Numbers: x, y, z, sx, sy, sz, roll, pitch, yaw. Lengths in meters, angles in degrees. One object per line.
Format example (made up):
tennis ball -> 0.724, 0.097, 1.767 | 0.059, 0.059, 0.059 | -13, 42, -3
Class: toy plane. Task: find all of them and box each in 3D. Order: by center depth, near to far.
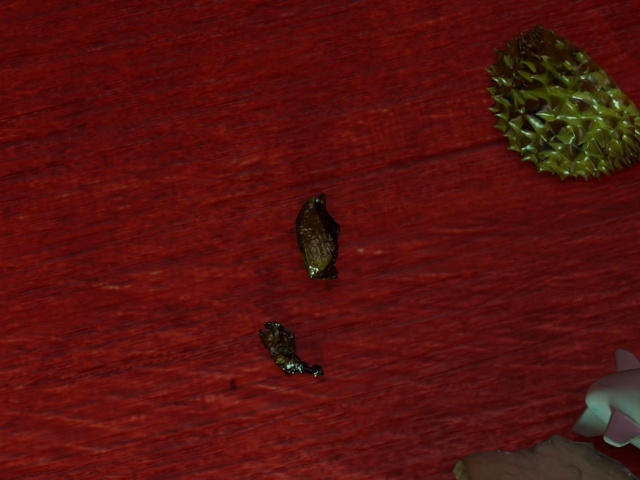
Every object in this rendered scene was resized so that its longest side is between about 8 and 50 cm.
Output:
toy plane -> 0.378, 0.191, 1.900 | 0.252, 0.118, 0.252 | 11, 46, -11

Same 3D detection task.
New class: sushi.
sushi -> 0.000, 0.000, 2.039 | 0.047, 0.050, 0.099 | -14, 75, 4

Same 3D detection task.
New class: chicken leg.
chicken leg -> -0.034, 0.118, 2.012 | 0.036, 0.021, 0.083 | -36, 71, -20

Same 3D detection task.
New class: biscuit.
biscuit -> 0.255, 0.262, 1.886 | 0.265, 0.040, 0.188 | 19, 39, -9

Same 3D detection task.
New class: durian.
durian -> 0.267, -0.148, 2.065 | 0.132, 0.165, 0.182 | -26, 92, -49
